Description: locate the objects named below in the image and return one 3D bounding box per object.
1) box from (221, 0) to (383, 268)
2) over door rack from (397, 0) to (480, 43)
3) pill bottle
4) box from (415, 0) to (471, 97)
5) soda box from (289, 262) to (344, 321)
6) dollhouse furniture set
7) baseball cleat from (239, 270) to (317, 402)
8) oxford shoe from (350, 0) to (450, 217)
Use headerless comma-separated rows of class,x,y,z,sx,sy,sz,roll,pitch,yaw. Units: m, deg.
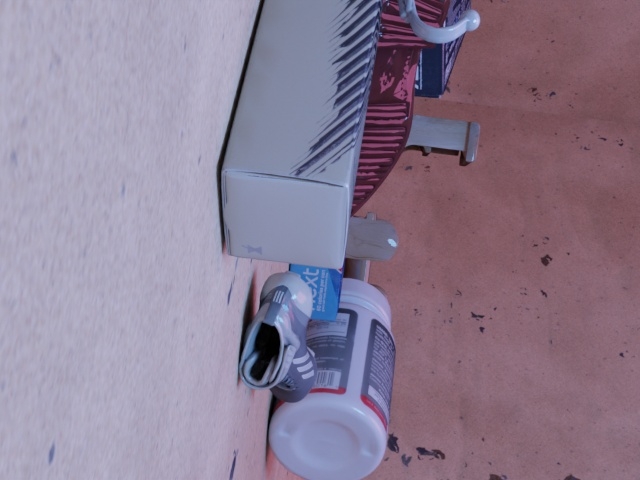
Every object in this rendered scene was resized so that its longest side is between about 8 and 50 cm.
box,-0.008,-0.120,0.871,0.113,0.094,0.275,93,6,-55
over door rack,0.087,-0.364,0.930,0.239,0.108,0.324,91,-15,-51
pill bottle,0.025,0.192,1.560,0.283,0.161,0.161,-77,174,-55
box,0.162,-0.416,1.559,0.395,0.097,0.318,-64,157,-59
soda box,0.000,0.000,1.469,0.067,0.071,0.210,-76,173,-64
dollhouse furniture set,0.123,-0.022,1.931,0.362,0.256,0.394,-16,113,-86
baseball cleat,-0.049,0.121,1.096,0.206,0.072,0.109,87,24,-48
oxford shoe,0.024,-0.162,1.139,0.130,0.123,0.348,44,-60,39
